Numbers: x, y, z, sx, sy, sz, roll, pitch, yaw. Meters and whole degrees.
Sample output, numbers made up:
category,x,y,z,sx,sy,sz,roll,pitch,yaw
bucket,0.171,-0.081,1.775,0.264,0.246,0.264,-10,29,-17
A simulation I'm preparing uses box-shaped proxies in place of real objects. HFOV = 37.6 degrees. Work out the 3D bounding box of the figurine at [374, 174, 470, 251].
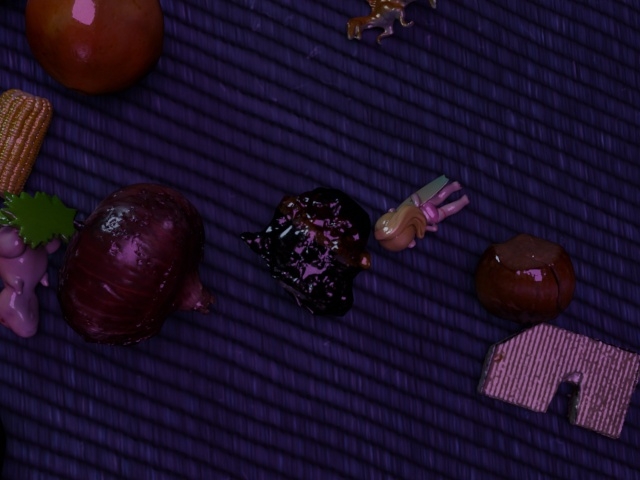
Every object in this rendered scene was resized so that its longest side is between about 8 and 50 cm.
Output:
category,x,y,z,sx,sy,sz,roll,pitch,yaw
figurine,0.158,-0.042,1.484,0.187,0.083,0.083,-27,88,-20

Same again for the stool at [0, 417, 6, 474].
category,x,y,z,sx,sy,sz,roll,pitch,yaw
stool,-0.518,0.338,1.270,0.141,0.232,0.232,11,82,-9

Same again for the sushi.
category,x,y,z,sx,sy,sz,roll,pitch,yaw
sushi,0.000,0.000,1.414,0.172,0.153,0.150,44,100,18

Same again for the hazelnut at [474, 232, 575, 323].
category,x,y,z,sx,sy,sz,roll,pitch,yaw
hazelnut,0.319,0.063,1.468,0.154,0.143,0.143,-5,85,-1

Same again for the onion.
category,x,y,z,sx,sy,sz,roll,pitch,yaw
onion,-0.249,0.043,1.322,0.219,0.252,0.252,35,80,-4

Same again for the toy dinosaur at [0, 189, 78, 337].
category,x,y,z,sx,sy,sz,roll,pitch,yaw
toy dinosaur,-0.434,0.022,1.383,0.194,0.152,0.177,50,119,8

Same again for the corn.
category,x,y,z,sx,sy,sz,roll,pitch,yaw
corn,-0.462,-0.143,1.409,0.085,0.063,0.165,19,83,-30

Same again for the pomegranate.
category,x,y,z,sx,sy,sz,roll,pitch,yaw
pomegranate,-0.325,-0.312,1.374,0.209,0.209,0.209,1,84,-8

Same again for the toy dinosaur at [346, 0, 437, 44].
category,x,y,z,sx,sy,sz,roll,pitch,yaw
toy dinosaur,0.125,-0.412,1.536,0.142,0.057,0.212,6,71,12

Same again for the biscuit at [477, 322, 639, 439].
category,x,y,z,sx,sy,sz,roll,pitch,yaw
biscuit,0.381,0.215,1.497,0.249,0.046,0.147,17,83,-7
